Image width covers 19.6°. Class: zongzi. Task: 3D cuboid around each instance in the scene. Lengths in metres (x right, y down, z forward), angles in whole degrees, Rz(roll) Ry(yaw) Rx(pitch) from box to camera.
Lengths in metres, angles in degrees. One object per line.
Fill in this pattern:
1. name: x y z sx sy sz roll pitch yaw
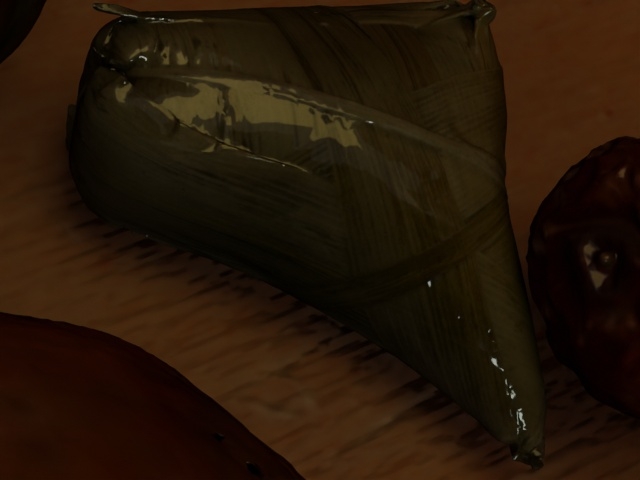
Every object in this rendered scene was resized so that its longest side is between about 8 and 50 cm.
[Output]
1. zongzi: 0.000 0.000 0.736 0.194 0.099 0.197 -1 71 -24

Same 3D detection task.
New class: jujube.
1. jujube: 0.154 0.019 0.763 0.176 0.109 0.112 14 97 -55

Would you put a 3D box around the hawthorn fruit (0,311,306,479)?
1. hawthorn fruit: -0.088 0.137 0.517 0.307 0.276 0.276 -22 73 -29

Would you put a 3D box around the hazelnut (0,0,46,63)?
1. hazelnut: -0.191 -0.124 0.648 0.217 0.217 0.251 19 18 -13
